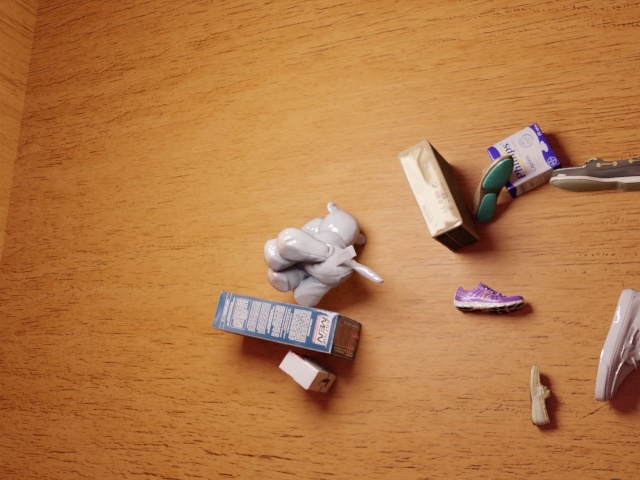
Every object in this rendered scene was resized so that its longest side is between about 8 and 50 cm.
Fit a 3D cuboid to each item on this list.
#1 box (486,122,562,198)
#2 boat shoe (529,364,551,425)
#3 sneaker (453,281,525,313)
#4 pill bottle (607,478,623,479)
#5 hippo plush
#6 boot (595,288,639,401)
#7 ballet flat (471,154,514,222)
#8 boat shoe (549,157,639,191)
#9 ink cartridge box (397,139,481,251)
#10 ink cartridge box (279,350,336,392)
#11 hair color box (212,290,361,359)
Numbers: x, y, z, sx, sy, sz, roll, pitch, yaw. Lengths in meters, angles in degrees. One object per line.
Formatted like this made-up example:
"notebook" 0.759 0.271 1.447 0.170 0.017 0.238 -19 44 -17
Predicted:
"box" 0.501 -0.195 1.629 0.137 0.072 0.126 -29 67 16
"boat shoe" 0.502 0.352 1.508 0.045 0.050 0.136 -4 86 20
"sneaker" 0.405 0.136 1.594 0.169 0.068 0.071 1 72 25
"pill bottle" 0.615 0.529 1.368 0.067 0.120 0.067 -6 75 23
"hippo plush" 0.000 0.000 1.700 0.294 0.234 0.237 -26 30 36
"boot" 0.683 0.237 1.423 0.123 0.095 0.259 15 83 34
"ballet flat" 0.408 -0.137 1.606 0.073 0.206 0.067 1 44 -14
"boat shoe" 0.657 -0.157 1.548 0.227 0.081 0.069 2 75 18
"ink cartridge box" 0.295 -0.105 1.631 0.088 0.193 0.235 -27 67 18
"ink cartridge box" -0.030 0.338 1.700 0.099 0.135 0.056 32 88 27
"hair color box" -0.087 0.222 1.733 0.347 0.174 0.105 8 79 25
